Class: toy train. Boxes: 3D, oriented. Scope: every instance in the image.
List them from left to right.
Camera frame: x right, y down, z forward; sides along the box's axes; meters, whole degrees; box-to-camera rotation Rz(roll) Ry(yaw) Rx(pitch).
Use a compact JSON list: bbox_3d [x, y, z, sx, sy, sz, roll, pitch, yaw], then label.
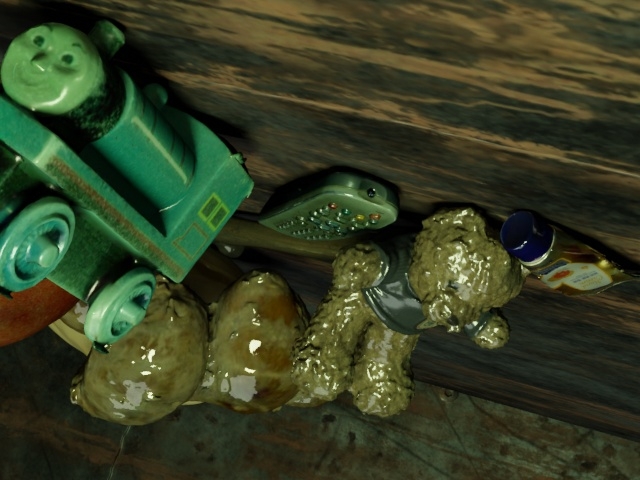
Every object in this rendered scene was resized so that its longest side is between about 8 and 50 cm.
[{"bbox_3d":[-0.165,-0.042,0.848,0.120,0.194,0.298,35,173,20],"label":"toy train"}]

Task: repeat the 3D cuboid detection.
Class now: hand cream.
[{"bbox_3d":[0.208,0.019,0.972,0.163,0.039,0.062,24,143,-39],"label":"hand cream"}]

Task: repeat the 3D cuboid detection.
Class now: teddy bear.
[{"bbox_3d":[0.071,0.048,1.044,0.181,0.129,0.251,15,138,-39],"label":"teddy bear"}]

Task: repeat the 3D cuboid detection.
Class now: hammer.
[{"bbox_3d":[0.000,0.000,1.220,0.439,0.044,0.168,8,168,41],"label":"hammer"}]

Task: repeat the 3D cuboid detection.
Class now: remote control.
[{"bbox_3d":[0.001,-0.028,1.052,0.072,0.042,0.222,20,169,-19],"label":"remote control"}]

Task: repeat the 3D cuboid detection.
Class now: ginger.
[{"bbox_3d":[-0.143,0.119,1.411,0.375,0.256,0.176,12,-150,-14],"label":"ginger"}]

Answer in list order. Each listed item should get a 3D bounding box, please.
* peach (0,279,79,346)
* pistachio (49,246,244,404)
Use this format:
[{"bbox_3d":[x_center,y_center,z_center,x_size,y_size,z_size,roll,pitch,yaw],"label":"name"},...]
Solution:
[{"bbox_3d":[-0.322,-0.017,1.129,0.252,0.253,0.252,16,170,3],"label":"peach"},{"bbox_3d":[-0.223,0.091,1.605,0.321,0.229,0.238,24,135,-5],"label":"pistachio"}]
